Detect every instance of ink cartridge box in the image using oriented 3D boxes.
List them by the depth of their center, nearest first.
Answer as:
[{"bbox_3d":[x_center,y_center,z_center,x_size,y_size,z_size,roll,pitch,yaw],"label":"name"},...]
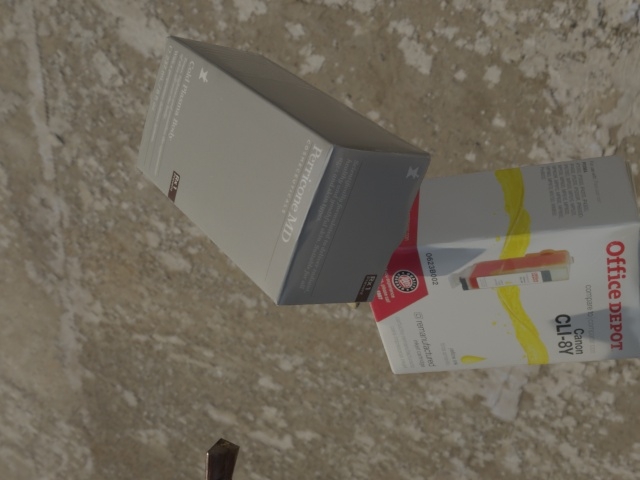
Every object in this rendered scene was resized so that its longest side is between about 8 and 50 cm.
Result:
[{"bbox_3d":[0.272,0.046,1.157,0.385,0.160,0.279,-7,130,16],"label":"ink cartridge box"}]

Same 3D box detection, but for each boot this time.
[{"bbox_3d":[-0.128,0.345,1.151,0.037,0.106,0.114,18,105,44],"label":"boot"}]

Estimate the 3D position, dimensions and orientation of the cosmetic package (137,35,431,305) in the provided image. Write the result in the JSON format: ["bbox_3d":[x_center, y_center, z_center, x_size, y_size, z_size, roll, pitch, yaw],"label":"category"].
[{"bbox_3d":[-0.041,-0.060,0.604,0.238,0.107,0.127,39,118,45],"label":"cosmetic package"}]

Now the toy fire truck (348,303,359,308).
[{"bbox_3d":[0.000,0.000,1.166,0.158,0.246,0.217,-5,150,15],"label":"toy fire truck"}]
